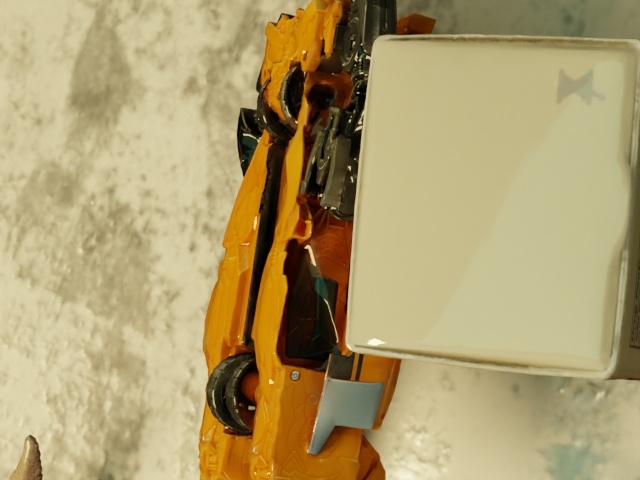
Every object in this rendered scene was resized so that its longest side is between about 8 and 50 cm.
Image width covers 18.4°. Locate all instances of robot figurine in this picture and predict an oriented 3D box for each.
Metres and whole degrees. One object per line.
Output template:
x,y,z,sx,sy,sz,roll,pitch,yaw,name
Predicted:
0.000,0.000,1.045,0.085,0.211,0.291,12,85,-18,robot figurine

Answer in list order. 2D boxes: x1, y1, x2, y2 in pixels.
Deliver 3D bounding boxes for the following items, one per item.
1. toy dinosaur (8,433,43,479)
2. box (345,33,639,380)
-0.198,0.265,1.125,0.200,0.127,0.295,33,86,13,toy dinosaur
0.112,-0.009,0.959,0.127,0.232,0.148,4,87,21,box
